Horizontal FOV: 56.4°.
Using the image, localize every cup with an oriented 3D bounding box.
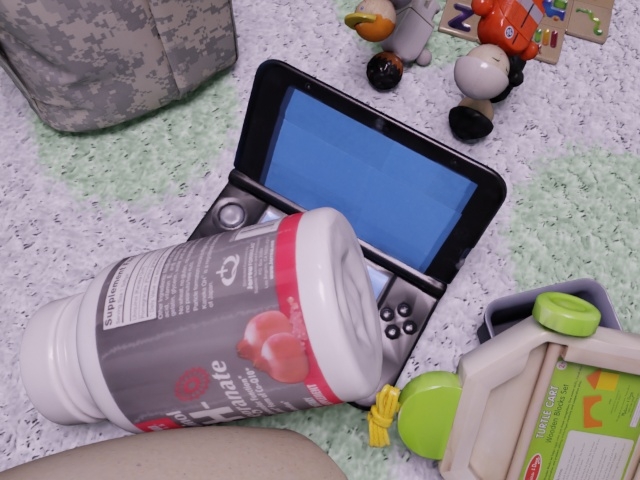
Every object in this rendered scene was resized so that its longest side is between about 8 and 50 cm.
[{"bbox_3d":[-0.086,0.289,0.488,0.237,0.331,0.331,-21,71,-34],"label":"cup"}]

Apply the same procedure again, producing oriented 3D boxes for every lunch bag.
[{"bbox_3d":[-0.257,-0.275,0.659,0.256,0.305,0.212,-40,76,-15],"label":"lunch bag"}]

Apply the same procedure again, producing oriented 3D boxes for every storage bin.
[{"bbox_3d":[0.241,0.109,0.651,0.135,0.091,0.098,-13,72,-5],"label":"storage bin"}]

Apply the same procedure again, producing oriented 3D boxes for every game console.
[{"bbox_3d":[0.000,0.000,0.639,0.293,0.173,0.250,29,72,9],"label":"game console"}]

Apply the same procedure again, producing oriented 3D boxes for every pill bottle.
[{"bbox_3d":[-0.114,0.088,0.574,0.319,0.176,0.176,-14,70,15],"label":"pill bottle"}]

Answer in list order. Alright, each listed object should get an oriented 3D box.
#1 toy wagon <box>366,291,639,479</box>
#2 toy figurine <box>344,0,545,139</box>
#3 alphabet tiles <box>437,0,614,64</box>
[{"bbox_3d":[0.216,0.179,0.570,0.344,0.068,0.267,10,108,1],"label":"toy wagon"},{"bbox_3d":[0.146,-0.234,0.710,0.210,0.213,0.148,28,89,11],"label":"toy figurine"},{"bbox_3d":[0.298,-0.420,0.880,0.285,0.011,0.342,18,71,5],"label":"alphabet tiles"}]
